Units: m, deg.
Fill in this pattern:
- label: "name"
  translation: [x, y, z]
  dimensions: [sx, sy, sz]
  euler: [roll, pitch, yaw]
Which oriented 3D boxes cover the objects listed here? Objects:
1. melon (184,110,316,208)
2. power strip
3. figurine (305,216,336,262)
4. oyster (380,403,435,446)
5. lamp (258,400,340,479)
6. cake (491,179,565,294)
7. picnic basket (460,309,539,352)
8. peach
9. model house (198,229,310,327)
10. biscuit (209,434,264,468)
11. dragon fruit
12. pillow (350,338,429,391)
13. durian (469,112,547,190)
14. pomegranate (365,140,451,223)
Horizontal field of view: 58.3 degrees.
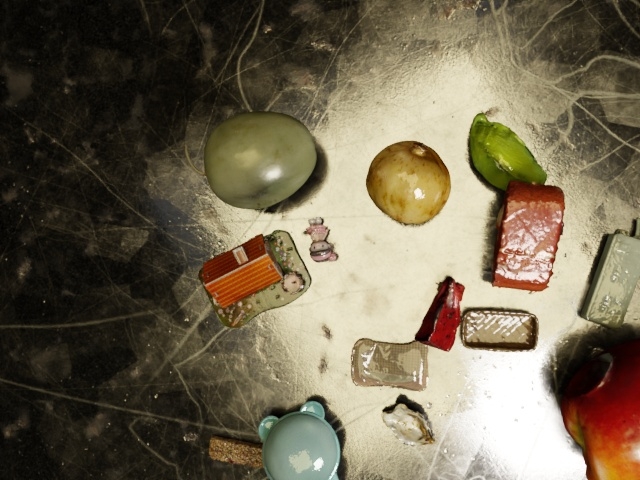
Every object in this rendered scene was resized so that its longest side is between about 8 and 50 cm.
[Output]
- label: "melon"
  translation: [-0.166, -0.212, 1.506]
  dimensions: [0.308, 0.272, 0.272]
  euler: [-33, 84, 16]
- label: "power strip"
  translation: [0.753, 0.078, 1.449]
  dimensions: [0.093, 0.053, 0.288]
  euler: [18, 93, 10]
- label: "figurine"
  translation: [0.000, 0.000, 1.579]
  dimensions: [0.072, 0.054, 0.129]
  euler: [-9, 80, -5]
- label: "oyster"
  translation: [0.242, 0.494, 1.530]
  dimensions: [0.148, 0.051, 0.103]
  euler: [47, 114, 7]
- label: "lamp"
  translation: [-0.042, 0.592, 1.528]
  dimensions: [0.209, 0.147, 0.284]
  euler: [-20, 88, 2]
- label: "cake"
  translation: [0.502, -0.009, 1.416]
  dimensions: [0.151, 0.177, 0.283]
  euler: [5, 103, 7]
- label: "picnic basket"
  translation: [0.464, 0.233, 1.494]
  dimensions: [0.193, 0.055, 0.110]
  euler: [3, 91, 9]
- label: "peach"
  translation: [0.738, 0.397, 1.305]
  dimensions: [0.310, 0.335, 0.406]
  euler: [46, 103, 6]
- label: "model house"
  translation: [-0.197, 0.109, 1.557]
  dimensions: [0.294, 0.154, 0.207]
  euler: [-27, 84, 8]
- label: "biscuit"
  translation: [-0.217, 0.597, 1.613]
  dimensions: [0.199, 0.034, 0.064]
  euler: [6, 91, 10]
- label: "dragon fruit"
  translation: [0.304, 0.184, 1.499]
  dimensions: [0.092, 0.122, 0.192]
  euler: [20, 93, 46]
- label: "pillow"
  translation: [0.186, 0.337, 1.551]
  dimensions: [0.211, 0.034, 0.135]
  euler: [0, 91, 11]
- label: "durian"
  translation: [0.468, -0.213, 1.480]
  dimensions: [0.250, 0.101, 0.139]
  euler: [42, 61, 7]
- label: "pomegranate"
  translation: [0.228, -0.156, 1.454]
  dimensions: [0.215, 0.215, 0.215]
  euler: [0, 89, 9]
